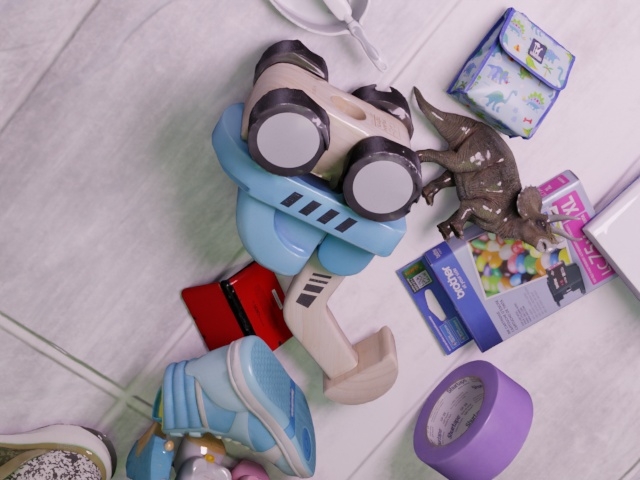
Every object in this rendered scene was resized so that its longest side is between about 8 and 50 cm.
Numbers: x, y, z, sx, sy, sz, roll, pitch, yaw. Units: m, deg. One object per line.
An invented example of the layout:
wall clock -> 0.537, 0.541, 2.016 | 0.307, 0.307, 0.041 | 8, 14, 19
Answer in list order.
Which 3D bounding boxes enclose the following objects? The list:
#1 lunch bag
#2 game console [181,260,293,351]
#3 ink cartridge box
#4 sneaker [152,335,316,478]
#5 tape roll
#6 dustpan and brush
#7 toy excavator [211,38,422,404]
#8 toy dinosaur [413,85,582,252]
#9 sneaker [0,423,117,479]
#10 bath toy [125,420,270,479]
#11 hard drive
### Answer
lunch bag -> 0.281, -0.240, 1.549 | 0.129, 0.096, 0.151 | 34, 88, -16
game console -> -0.123, 0.109, 1.666 | 0.124, 0.085, 0.144 | -36, 116, -27
ink cartridge box -> 0.297, 0.047, 1.678 | 0.311, 0.065, 0.185 | -29, 112, 6
sneaker -> -0.139, 0.276, 1.673 | 0.208, 0.127, 0.319 | -14, 131, 15
tape roll -> 0.239, 0.288, 1.692 | 0.080, 0.189, 0.189 | 36, 102, -19
dustpan and brush -> 0.030, -0.321, 1.494 | 0.147, 0.060, 0.211 | -36, 111, 7
toy excavator -> 0.000, 0.000, 1.563 | 0.433, 0.222, 0.445 | 26, 119, -17
toy dinosaur -> 0.233, -0.093, 1.589 | 0.160, 0.121, 0.313 | -27, 77, -8
sneaker -> -0.520, 0.383, 1.625 | 0.411, 0.182, 0.158 | -8, 112, -5
bath toy -> -0.136, 0.407, 1.722 | 0.348, 0.151, 0.129 | 28, 142, -20
hard drive -> 0.582, -0.044, 1.639 | 0.319, 0.040, 0.210 | -42, 99, -4
